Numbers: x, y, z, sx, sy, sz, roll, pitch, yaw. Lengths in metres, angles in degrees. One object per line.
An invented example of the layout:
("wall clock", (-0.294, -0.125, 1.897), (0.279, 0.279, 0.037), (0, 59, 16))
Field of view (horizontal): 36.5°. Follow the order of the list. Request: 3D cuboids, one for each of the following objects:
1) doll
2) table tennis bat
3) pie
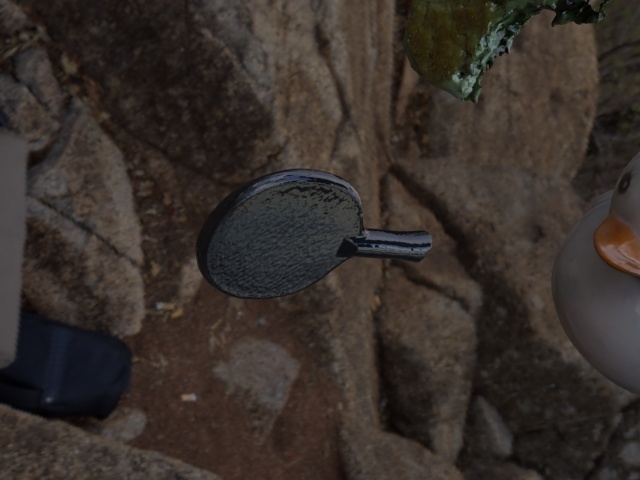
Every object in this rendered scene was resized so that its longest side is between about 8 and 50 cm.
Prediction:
("doll", (0.296, 0.005, 0.739), (0.251, 0.221, 0.221), (-6, 77, -27))
("table tennis bat", (0.000, 0.000, 0.871), (0.236, 0.150, 0.027), (3, 41, -33))
("pie", (0.241, -0.358, 1.278), (0.078, 0.371, 0.296), (8, 64, -36))
